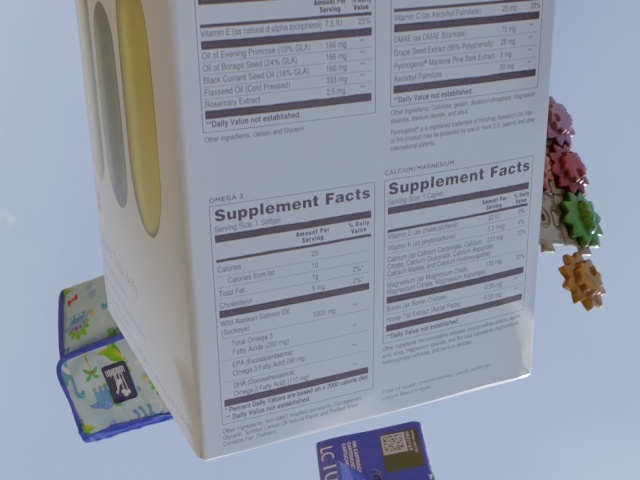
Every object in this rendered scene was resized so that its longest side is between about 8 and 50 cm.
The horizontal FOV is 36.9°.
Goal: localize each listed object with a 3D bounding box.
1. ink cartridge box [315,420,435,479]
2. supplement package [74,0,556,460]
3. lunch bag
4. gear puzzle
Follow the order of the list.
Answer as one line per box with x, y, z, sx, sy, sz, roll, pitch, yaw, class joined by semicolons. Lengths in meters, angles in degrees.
0.101;0.422;1.217;0.151;0.395;0.270;-12;-138;1;ink cartridge box
-0.013;-0.062;0.527;0.199;0.198;0.263;-143;-133;-58;supplement package
-0.173;0.102;0.897;0.129;0.096;0.151;-20;-118;22;lunch bag
0.335;-0.064;1.352;0.044;0.175;0.339;-33;-119;47;gear puzzle
